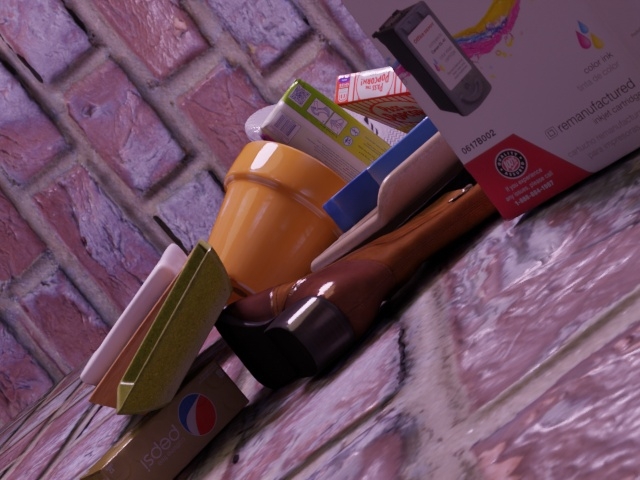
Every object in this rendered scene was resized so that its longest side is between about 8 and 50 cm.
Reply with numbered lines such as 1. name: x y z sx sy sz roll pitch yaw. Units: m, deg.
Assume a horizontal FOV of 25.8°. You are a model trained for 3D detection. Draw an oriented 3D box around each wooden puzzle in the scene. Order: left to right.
1. wooden puzzle: 0.128 -0.106 1.686 0.322 0.080 0.348 -41 -4 -20

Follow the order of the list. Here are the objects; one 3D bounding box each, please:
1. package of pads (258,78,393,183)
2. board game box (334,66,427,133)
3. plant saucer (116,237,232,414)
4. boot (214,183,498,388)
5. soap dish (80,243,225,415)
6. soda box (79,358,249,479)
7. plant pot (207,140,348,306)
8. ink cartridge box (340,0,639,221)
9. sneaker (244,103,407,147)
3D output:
1. package of pads: 0.026 -0.122 2.005 0.101 0.229 0.296 -53 3 1
2. board game box: 0.138 -0.195 1.962 0.147 0.045 0.193 -5 -16 44
3. plant saucer: -0.145 0.093 1.439 0.188 0.045 0.188 -61 9 -2
4. boot: 0.034 0.026 1.442 0.280 0.096 0.264 -40 4 -23
5. soap dish: -0.232 0.127 2.028 0.229 0.118 0.291 -55 4 4
6. soda box: -0.158 0.204 1.428 0.181 0.061 0.058 -44 8 -38
7. plant pot: -0.066 0.001 1.880 0.188 0.205 0.205 -58 12 -22
8. ink cartridge box: 0.175 -0.202 1.244 0.226 0.306 0.131 -34 7 48
9. sneaker: 0.030 -0.139 2.644 0.366 0.210 0.137 11 40 36
